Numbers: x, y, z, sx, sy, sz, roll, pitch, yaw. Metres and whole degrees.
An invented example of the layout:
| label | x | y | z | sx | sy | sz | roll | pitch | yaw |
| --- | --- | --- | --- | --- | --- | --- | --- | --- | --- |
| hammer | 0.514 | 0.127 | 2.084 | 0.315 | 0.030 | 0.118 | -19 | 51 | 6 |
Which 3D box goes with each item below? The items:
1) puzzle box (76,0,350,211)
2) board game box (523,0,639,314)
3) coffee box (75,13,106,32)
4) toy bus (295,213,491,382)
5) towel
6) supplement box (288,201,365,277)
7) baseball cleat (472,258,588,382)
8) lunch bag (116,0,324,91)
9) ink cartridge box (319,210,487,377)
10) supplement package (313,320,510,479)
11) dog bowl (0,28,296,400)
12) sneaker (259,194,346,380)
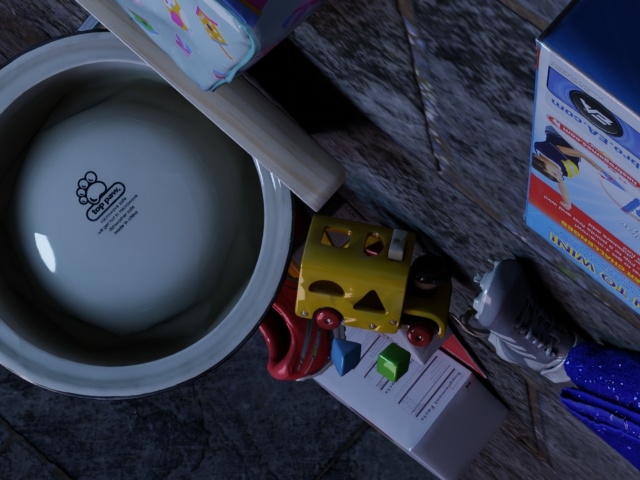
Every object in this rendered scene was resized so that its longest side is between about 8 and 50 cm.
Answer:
| label | x | y | z | sx | sy | sz | roll | pitch | yaw |
| --- | --- | --- | --- | --- | --- | --- | --- | --- | --- |
| puzzle box | -0.153 | -0.197 | 1.628 | 0.409 | 0.052 | 0.272 | 41 | -178 | -15 |
| board game box | 0.259 | 0.009 | 0.932 | 0.308 | 0.086 | 0.302 | 40 | 171 | 14 |
| coffee box | -0.228 | -0.225 | 2.064 | 0.113 | 0.040 | 0.184 | 46 | 170 | -26 |
| toy bus | 0.071 | 0.037 | 1.798 | 0.191 | 0.202 | 0.104 | 44 | 143 | 34 |
| towel | 0.352 | 0.204 | 1.492 | 0.227 | 0.076 | 0.308 | 47 | 170 | -22 |
| supplement box | 0.000 | 0.000 | 1.965 | 0.036 | 0.098 | 0.062 | 47 | 171 | -11 |
| baseball cleat | 0.206 | 0.077 | 1.605 | 0.109 | 0.072 | 0.206 | 24 | 170 | 19 |
| lunch bag | -0.108 | -0.233 | 1.291 | 0.224 | 0.108 | 0.279 | 48 | 169 | -6 |
| ink cartridge box | 0.054 | 0.067 | 2.165 | 0.296 | 0.066 | 0.261 | 35 | 167 | 41 |
| supplement package | 0.112 | 0.201 | 2.300 | 0.244 | 0.134 | 0.139 | 34 | 173 | 43 |
| dog bowl | -0.228 | -0.027 | 1.911 | 0.408 | 0.408 | 0.150 | 42 | 180 | 1 |
| sneaker | -0.055 | 0.036 | 2.019 | 0.107 | 0.118 | 0.279 | -13 | 96 | 55 |
